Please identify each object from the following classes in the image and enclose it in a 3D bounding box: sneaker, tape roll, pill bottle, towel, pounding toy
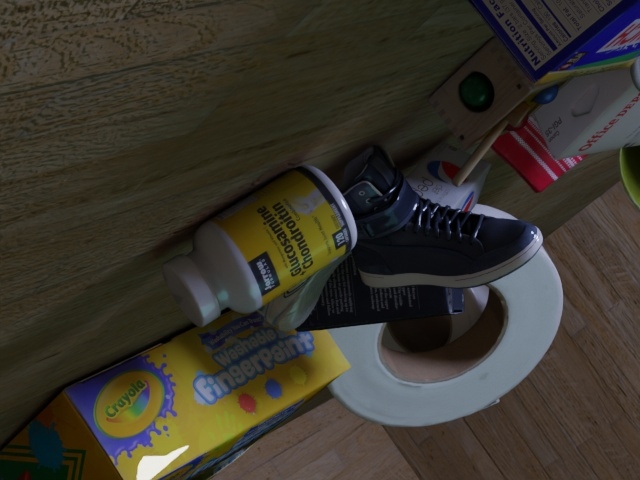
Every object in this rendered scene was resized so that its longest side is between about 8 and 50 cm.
[{"bbox_3d":[0.000,0.000,1.890,0.237,0.086,0.085,-52,165,12],"label":"sneaker"},{"bbox_3d":[0.207,0.106,2.620,0.169,0.246,0.246,-23,165,-50],"label":"tape roll"},{"bbox_3d":[0.117,-0.030,1.732,0.226,0.163,0.086,-7,-144,28],"label":"sneaker"},{"bbox_3d":[-0.062,0.009,1.589,0.184,0.103,0.103,-32,171,-18],"label":"pill bottle"},{"bbox_3d":[0.357,-0.181,2.094,0.275,0.031,0.199,-37,145,10],"label":"towel"},{"bbox_3d":[0.192,-0.147,1.706,0.141,0.100,0.130,-24,166,-50],"label":"pounding toy"},{"bbox_3d":[0.175,0.118,2.380,0.392,0.072,0.392,-10,130,-13],"label":"tape roll"}]

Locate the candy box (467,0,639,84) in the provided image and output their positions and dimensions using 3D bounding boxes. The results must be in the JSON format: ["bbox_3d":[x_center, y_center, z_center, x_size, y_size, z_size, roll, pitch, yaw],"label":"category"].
[{"bbox_3d":[0.315,-0.281,1.392,0.317,0.122,0.268,-39,171,29],"label":"candy box"}]

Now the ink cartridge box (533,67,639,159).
[{"bbox_3d":[0.419,-0.211,1.928,0.283,0.117,0.207,-11,158,-30],"label":"ink cartridge box"}]

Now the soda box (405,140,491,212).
[{"bbox_3d":[0.132,-0.041,1.921,0.216,0.074,0.069,-45,158,-54],"label":"soda box"}]

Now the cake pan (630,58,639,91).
[{"bbox_3d":[0.418,-0.286,1.684,0.293,0.054,0.293,-35,151,-22],"label":"cake pan"}]

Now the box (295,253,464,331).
[{"bbox_3d":[0.073,0.054,2.037,0.207,0.108,0.153,-8,176,9],"label":"box"}]

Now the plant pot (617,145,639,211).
[{"bbox_3d":[0.590,-0.192,2.405,0.275,0.275,0.293,-40,-163,28],"label":"plant pot"}]

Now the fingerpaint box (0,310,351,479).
[{"bbox_3d":[-0.230,0.270,2.142,0.445,0.163,0.371,-25,166,-49],"label":"fingerpaint box"}]
